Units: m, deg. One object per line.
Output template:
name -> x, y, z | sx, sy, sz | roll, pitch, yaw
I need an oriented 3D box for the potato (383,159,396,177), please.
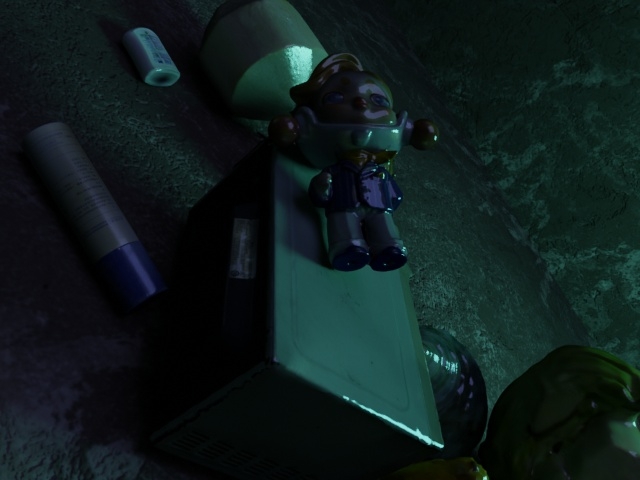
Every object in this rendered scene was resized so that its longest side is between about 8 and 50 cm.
potato -> 0.042, -0.120, 1.056 | 0.141, 0.296, 0.191 | -20, 92, -22

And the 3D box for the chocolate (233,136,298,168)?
chocolate -> -0.077, -0.120, 1.007 | 0.125, 0.148, 0.080 | -27, 83, -24

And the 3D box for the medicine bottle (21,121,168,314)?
medicine bottle -> -0.260, -0.026, 0.678 | 0.231, 0.059, 0.059 | 58, 27, 4

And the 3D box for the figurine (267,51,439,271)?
figurine -> 0.051, -0.091, 0.702 | 0.194, 0.133, 0.274 | -21, 68, -17

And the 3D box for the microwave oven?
microwave oven -> -0.039, 0.094, 0.726 | 0.286, 0.218, 0.355 | 33, 34, -32

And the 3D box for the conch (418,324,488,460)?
conch -> 0.176, 0.239, 0.975 | 0.277, 0.196, 0.220 | 73, 18, -47

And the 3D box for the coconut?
coconut -> -0.104, -0.330, 1.099 | 0.241, 0.241, 0.241 | 38, 32, -29

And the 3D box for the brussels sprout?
brussels sprout -> 0.431, 0.395, 0.955 | 0.343, 0.425, 0.361 | 19, -3, 19

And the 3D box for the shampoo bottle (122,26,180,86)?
shampoo bottle -> -0.282, -0.305, 0.967 | 0.099, 0.043, 0.072 | 59, 27, 8

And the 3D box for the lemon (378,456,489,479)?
lemon -> 0.119, 0.382, 0.635 | 0.263, 0.236, 0.236 | -44, 101, -21
